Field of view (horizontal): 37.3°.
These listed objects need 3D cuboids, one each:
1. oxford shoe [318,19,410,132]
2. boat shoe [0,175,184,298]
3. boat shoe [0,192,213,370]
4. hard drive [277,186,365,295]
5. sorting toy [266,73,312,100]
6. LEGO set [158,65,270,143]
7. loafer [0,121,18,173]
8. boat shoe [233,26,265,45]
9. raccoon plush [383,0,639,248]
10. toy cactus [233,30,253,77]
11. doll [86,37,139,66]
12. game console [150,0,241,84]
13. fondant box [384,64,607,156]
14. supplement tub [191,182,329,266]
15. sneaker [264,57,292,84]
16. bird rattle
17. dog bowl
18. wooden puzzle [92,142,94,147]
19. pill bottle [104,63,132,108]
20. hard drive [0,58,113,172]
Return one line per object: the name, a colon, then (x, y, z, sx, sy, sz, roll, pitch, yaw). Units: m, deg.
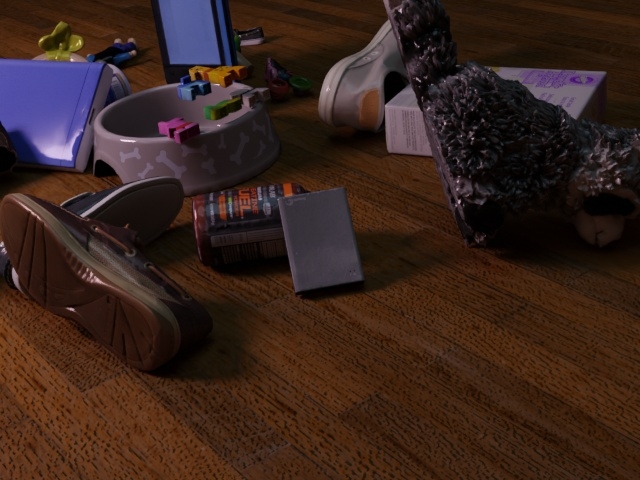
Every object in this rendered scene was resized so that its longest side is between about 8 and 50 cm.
oxford shoe: (0.147, -0.326, 1.826, 0.130, 0.169, 0.449, 18, 37, 20)
boat shoe: (-0.338, -0.024, 1.397, 0.091, 0.114, 0.302, 25, 40, 37)
boat shoe: (-0.279, 0.038, 1.226, 0.342, 0.123, 0.123, 31, 32, 28)
hard drive: (0.000, 0.000, 1.276, 0.094, 0.135, 0.022, -10, -17, -6)
sorting toy: (-0.069, -0.315, 1.982, 0.102, 0.042, 0.061, -7, 41, -26)
LEGO set: (-0.196, -0.250, 1.607, 0.093, 0.087, 0.227, 15, 33, 35)
loafer: (-0.676, -0.115, 1.622, 0.130, 0.134, 0.366, 32, 50, 24)
boat shoe: (-0.210, -0.510, 2.374, 0.142, 0.040, 0.049, -4, 28, 5)
raccoon plush: (0.289, -0.192, 1.274, 0.299, 0.446, 0.216, -19, 14, 4)
toy cactus: (-0.234, -0.417, 2.153, 0.180, 0.112, 0.219, 35, 22, 21)
doll: (-0.506, -0.451, 2.322, 0.129, 0.046, 0.189, 0, 28, 15)
game console: (-0.258, -0.421, 1.942, 0.250, 0.293, 0.173, 4, 29, 20)
fondant box: (0.309, -0.224, 1.655, 0.330, 0.096, 0.238, 9, 31, 25)
supplement tub: (-0.079, -0.026, 1.350, 0.198, 0.106, 0.106, -8, 27, -3)
sneaker: (-0.091, -0.366, 2.080, 0.057, 0.047, 0.119, 3, 29, -13)
bird rattle: (-0.611, -0.376, 2.127, 0.207, 0.143, 0.253, 28, 43, 23)
dog bowl: (-0.247, -0.194, 1.715, 0.348, 0.102, 0.349, -6, 28, 3)
wooden puzzle: (-0.430, -0.190, 1.820, 0.078, 0.014, 0.116, -24, 21, 26)
pill bottle: (-0.484, -0.278, 1.915, 0.112, 0.112, 0.186, 18, 36, 38)
hard drive: (-0.560, -0.243, 1.804, 0.318, 0.040, 0.210, 7, 75, 24)
